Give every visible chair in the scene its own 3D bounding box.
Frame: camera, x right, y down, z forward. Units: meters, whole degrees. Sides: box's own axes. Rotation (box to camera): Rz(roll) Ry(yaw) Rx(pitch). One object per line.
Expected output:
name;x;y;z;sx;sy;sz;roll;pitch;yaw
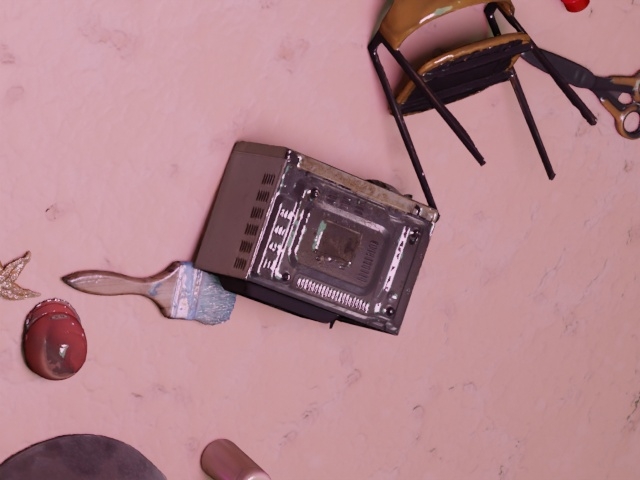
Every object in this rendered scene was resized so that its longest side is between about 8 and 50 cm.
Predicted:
chair;0.157;-0.179;1.804;0.159;0.172;0.247;-20;71;-24

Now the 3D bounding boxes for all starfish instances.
starfish;-0.316;0.045;1.674;0.086;0.016;0.092;43;76;-31

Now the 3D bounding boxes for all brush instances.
brush;-0.176;0.049;1.756;0.196;0.021;0.070;7;102;-29

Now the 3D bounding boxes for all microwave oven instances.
microwave oven;0.000;0.000;1.767;0.205;0.129;0.163;20;84;-33

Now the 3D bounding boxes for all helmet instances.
helmet;-0.262;0.104;1.703;0.065;0.049;0.084;-9;109;-27

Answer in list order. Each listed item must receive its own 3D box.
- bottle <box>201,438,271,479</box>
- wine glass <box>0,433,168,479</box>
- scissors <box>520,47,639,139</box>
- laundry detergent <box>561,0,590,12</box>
bottle;-0.090;0.249;1.819;0.045;0.096;0.045;-9;110;-27
wine glass;-0.167;0.374;1.633;0.267;0.406;0.267;-10;109;-30
scissors;0.310;-0.185;1.968;0.220;0.017;0.088;19;98;-33
laundry detergent;0.251;-0.319;1.873;0.097;0.049;0.165;-35;121;-9
